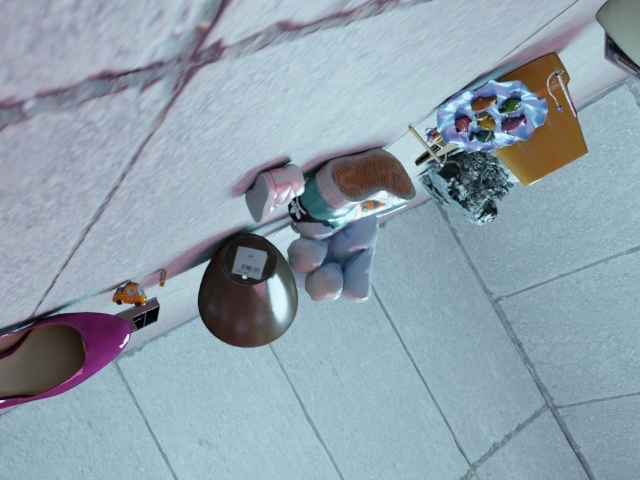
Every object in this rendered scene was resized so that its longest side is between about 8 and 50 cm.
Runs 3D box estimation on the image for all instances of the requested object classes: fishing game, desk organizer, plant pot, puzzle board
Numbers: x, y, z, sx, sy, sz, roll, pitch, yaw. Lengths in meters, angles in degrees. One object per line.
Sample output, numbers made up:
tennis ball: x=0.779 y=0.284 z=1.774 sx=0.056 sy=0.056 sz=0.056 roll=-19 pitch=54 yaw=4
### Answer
fishing game: x=0.287 y=-0.198 z=1.246 sx=0.264 sy=0.041 sz=0.189 roll=-17 pitch=147 yaw=23
desk organizer: x=-0.425 y=0.180 z=1.716 sx=0.130 sy=0.050 sz=0.047 roll=-25 pitch=175 yaw=-47
plant pot: x=0.390 y=-0.210 z=1.384 sx=0.205 sy=0.188 sz=0.205 roll=-28 pitch=176 yaw=-2
plant pot: x=-0.143 y=0.081 z=1.497 sx=0.215 sy=0.215 sz=0.230 roll=-28 pitch=162 yaw=-17
puzzle board: x=0.527 y=-0.298 z=1.246 sx=0.011 sy=0.128 sz=0.096 roll=-52 pitch=-168 yaw=45

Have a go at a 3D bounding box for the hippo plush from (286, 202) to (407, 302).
hippo plush: x=0.000 y=0.000 z=1.699 sx=0.237 sy=0.234 sz=0.294 roll=-1 pitch=-115 yaw=58

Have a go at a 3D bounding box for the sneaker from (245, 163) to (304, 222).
sneaker: x=-0.060 y=-0.067 z=1.046 sx=0.070 sy=0.051 sz=0.134 roll=-22 pitch=170 yaw=-22

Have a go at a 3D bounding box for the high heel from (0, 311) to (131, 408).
high heel: x=-0.426 y=0.185 z=1.096 sx=0.377 sy=0.127 sz=0.181 roll=-21 pitch=-177 yaw=-39

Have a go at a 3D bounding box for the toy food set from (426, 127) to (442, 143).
toy food set: x=0.250 y=-0.220 z=1.505 sx=0.083 sy=0.020 sz=0.082 roll=-30 pitch=176 yaw=21

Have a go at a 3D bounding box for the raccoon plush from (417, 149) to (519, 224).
raccoon plush: x=0.453 y=-0.241 z=2.137 sx=0.299 sy=0.216 sz=0.446 roll=-42 pitch=-154 yaw=-1

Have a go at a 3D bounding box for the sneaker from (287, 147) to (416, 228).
sneaker: x=0.055 y=-0.087 z=1.300 sx=0.121 sy=0.108 sz=0.302 roll=-30 pitch=168 yaw=33

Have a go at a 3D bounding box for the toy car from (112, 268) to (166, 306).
toy car: x=-0.320 y=0.075 z=1.328 sx=0.122 sy=0.060 sz=0.040 roll=-59 pitch=162 yaw=-64

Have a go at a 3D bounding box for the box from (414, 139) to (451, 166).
box: x=0.339 y=-0.247 z=1.809 sx=0.201 sy=0.021 sz=0.164 roll=-28 pitch=177 yaw=-16

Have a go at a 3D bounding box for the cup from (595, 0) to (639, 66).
cup: x=0.628 y=-0.332 z=1.130 sx=0.331 sy=0.237 sz=0.331 roll=-29 pitch=177 yaw=-2
